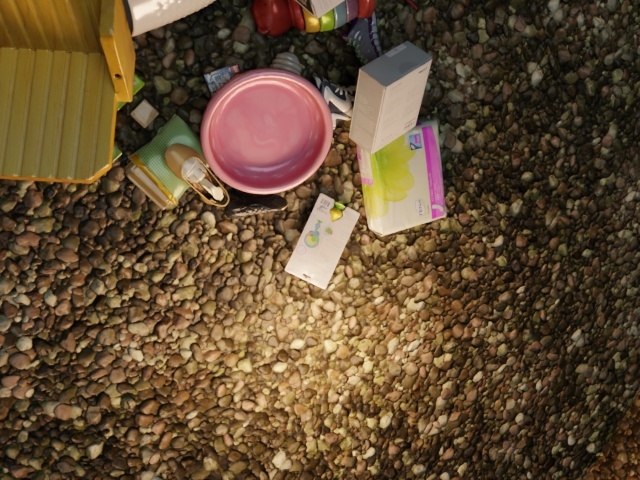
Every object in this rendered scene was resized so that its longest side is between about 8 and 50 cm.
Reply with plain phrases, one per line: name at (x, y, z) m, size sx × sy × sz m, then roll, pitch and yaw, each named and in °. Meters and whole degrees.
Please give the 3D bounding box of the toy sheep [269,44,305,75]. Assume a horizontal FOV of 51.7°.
toy sheep at (-0.088, -0.434, 1.689) m, size 0.091 × 0.091 × 0.132 m, roll 15°, pitch 85°, yaw -25°

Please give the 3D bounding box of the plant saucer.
plant saucer at (-0.137, -0.279, 1.667) m, size 0.332 × 0.084 × 0.332 m, roll -8°, pitch 124°, yaw -12°

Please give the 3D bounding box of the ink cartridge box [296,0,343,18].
ink cartridge box at (0.021, -0.691, 1.551) m, size 0.307 × 0.303 × 0.072 m, roll -38°, pitch 149°, yaw -7°

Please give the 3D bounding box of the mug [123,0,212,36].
mug at (-0.335, -0.675, 1.414) m, size 0.328 × 0.276 × 0.374 m, roll -29°, pitch 116°, yaw -18°

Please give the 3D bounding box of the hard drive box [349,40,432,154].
hard drive box at (0.177, -0.362, 1.691) m, size 0.181 × 0.089 × 0.232 m, roll -36°, pitch 154°, yaw -28°

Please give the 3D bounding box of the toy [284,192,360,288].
toy at (0.000, 0.000, 1.859) m, size 0.137 × 0.056 × 0.237 m, roll 27°, pitch 89°, yaw -22°

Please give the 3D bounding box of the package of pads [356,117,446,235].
package of pads at (0.228, -0.178, 1.875) m, size 0.229 × 0.101 × 0.296 m, roll -17°, pitch 110°, yaw -17°

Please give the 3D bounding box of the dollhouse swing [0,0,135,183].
dollhouse swing at (-0.580, -0.324, 1.325) m, size 0.347 × 0.315 × 0.304 m, roll 4°, pitch 64°, yaw -4°

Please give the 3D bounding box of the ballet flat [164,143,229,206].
ballet flat at (-0.295, -0.158, 1.635) m, size 0.080 × 0.073 × 0.232 m, roll -53°, pitch 145°, yaw -8°

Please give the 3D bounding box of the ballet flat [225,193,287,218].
ballet flat at (-0.173, -0.092, 1.777) m, size 0.173 × 0.049 × 0.057 m, roll -7°, pitch 62°, yaw -21°

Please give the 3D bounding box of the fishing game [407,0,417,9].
fishing game at (0.263, -0.762, 1.761) m, size 0.189 × 0.041 × 0.264 m, roll 33°, pitch 83°, yaw -26°

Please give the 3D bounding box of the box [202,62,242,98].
box at (-0.230, -0.371, 1.678) m, size 0.094 × 0.027 × 0.136 m, roll -23°, pitch 112°, yaw -13°

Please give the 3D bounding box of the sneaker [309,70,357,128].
sneaker at (0.044, -0.396, 1.743) m, size 0.235 × 0.094 × 0.153 m, roll -30°, pitch 122°, yaw -1°

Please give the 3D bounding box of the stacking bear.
stacking bear at (-0.029, -0.589, 1.630) m, size 0.289 × 0.175 × 0.164 m, roll -18°, pitch 156°, yaw -4°

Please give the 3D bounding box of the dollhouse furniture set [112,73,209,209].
dollhouse furniture set at (-0.398, -0.223, 1.583) m, size 0.197 × 0.151 × 0.301 m, roll -46°, pitch 116°, yaw -4°

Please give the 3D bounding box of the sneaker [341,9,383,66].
sneaker at (0.106, -0.503, 1.736) m, size 0.098 × 0.083 × 0.223 m, roll -9°, pitch 83°, yaw -8°
